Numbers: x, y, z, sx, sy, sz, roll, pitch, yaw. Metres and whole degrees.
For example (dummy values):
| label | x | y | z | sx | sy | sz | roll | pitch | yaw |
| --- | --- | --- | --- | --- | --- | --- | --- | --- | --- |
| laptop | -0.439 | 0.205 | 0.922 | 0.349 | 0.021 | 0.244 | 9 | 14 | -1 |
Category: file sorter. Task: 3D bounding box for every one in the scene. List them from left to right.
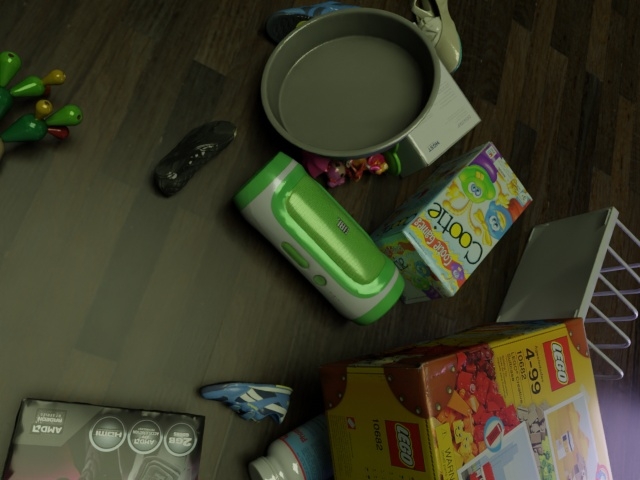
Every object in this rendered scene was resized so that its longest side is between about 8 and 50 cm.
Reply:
| label | x | y | z | sx | sy | sz | roll | pitch | yaw |
| --- | --- | --- | --- | --- | --- | --- | --- | --- | --- |
| file sorter | 0.504 | 0.109 | 1.114 | 0.173 | 0.193 | 0.277 | 38 | 65 | -17 |

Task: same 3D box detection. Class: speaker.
| label | x | y | z | sx | sy | sz | roll | pitch | yaw |
| --- | --- | --- | --- | --- | --- | --- | --- | --- | --- |
| speaker | 0.000 | 0.000 | 0.918 | 0.296 | 0.131 | 0.131 | 46 | 63 | -11 |

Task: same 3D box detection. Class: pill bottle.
| label | x | y | z | sx | sy | sz | roll | pitch | yaw |
| --- | --- | --- | --- | --- | --- | --- | --- | --- | --- |
| pill bottle | -0.023 | 0.326 | 0.854 | 0.160 | 0.087 | 0.087 | -21 | 88 | -30 |

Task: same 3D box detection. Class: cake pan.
| label | x | y | z | sx | sy | sz | roll | pitch | yaw |
| --- | --- | --- | --- | --- | --- | --- | --- | --- | --- |
| cake pan | 0.049 | -0.255 | 0.940 | 0.294 | 0.054 | 0.293 | -4 | 67 | 9 |

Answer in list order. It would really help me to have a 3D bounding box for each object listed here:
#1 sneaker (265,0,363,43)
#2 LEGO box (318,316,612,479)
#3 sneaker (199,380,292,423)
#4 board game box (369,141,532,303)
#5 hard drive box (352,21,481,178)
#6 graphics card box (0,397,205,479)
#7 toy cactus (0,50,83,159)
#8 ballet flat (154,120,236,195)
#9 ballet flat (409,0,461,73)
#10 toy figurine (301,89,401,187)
| label | x | y | z | sx | sy | sz | roll | pitch | yaw |
| --- | --- | --- | --- | --- | --- | --- | --- | --- | --- |
| sneaker | -0.007 | -0.404 | 1.050 | 0.210 | 0.069 | 0.082 | -9 | 50 | -20 |
| LEGO box | 0.228 | 0.382 | 0.776 | 0.373 | 0.193 | 0.499 | -4 | 84 | -39 |
| sneaker | -0.110 | 0.242 | 0.849 | 0.144 | 0.053 | 0.059 | 12 | 75 | -23 |
| board game box | 0.231 | -0.031 | 1.032 | 0.275 | 0.144 | 0.142 | -43 | 100 | -27 |
| hard drive box | 0.169 | -0.267 | 1.085 | 0.181 | 0.089 | 0.232 | -39 | 97 | -28 |
| graphics card box | -0.280 | 0.390 | 0.680 | 0.233 | 0.094 | 0.370 | 14 | 63 | -23 |
| toy cactus | -0.443 | -0.166 | 0.760 | 0.219 | 0.112 | 0.180 | 15 | 91 | -26 |
| ballet flat | -0.198 | -0.137 | 0.903 | 0.058 | 0.049 | 0.173 | 32 | 57 | 19 |
| ballet flat | 0.220 | -0.438 | 1.142 | 0.086 | 0.086 | 0.248 | 11 | 57 | -25 |
| toy figurine | 0.044 | -0.154 | 1.003 | 0.159 | 0.130 | 0.173 | -32 | 119 | -16 |
